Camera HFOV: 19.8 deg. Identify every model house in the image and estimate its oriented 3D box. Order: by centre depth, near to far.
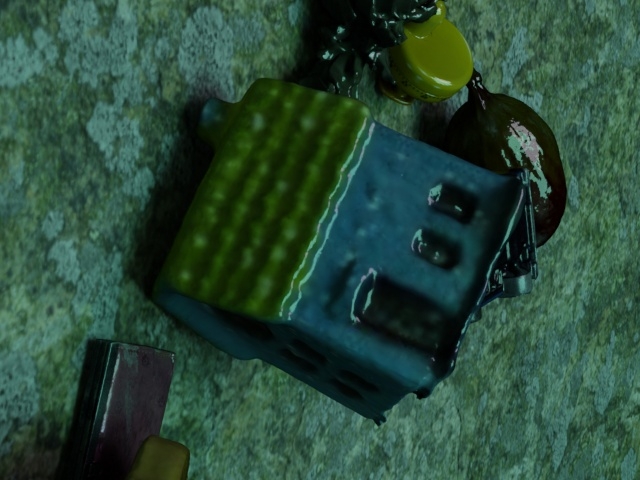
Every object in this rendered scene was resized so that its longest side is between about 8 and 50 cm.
[{"bbox_3d":[0.000,0.000,1.710,0.215,0.303,0.237,120,-6,-73],"label":"model house"}]

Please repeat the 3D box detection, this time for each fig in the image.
[{"bbox_3d":[0.200,-0.118,2.153,0.170,0.145,0.274,-114,-177,-57],"label":"fig"}]

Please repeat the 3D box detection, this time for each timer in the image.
[{"bbox_3d":[0.123,-0.209,2.027,0.107,0.109,0.107,18,54,-27],"label":"timer"}]

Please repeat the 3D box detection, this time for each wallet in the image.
[{"bbox_3d":[-0.189,0.208,1.664,0.119,0.025,0.232,16,86,-63],"label":"wallet"}]

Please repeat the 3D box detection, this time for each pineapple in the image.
[{"bbox_3d":[0.071,-0.249,1.909,0.170,0.141,0.310,89,25,-75],"label":"pineapple"}]

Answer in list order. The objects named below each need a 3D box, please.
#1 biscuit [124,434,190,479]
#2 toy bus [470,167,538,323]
[{"bbox_3d":[-0.169,0.326,1.518,0.312,0.057,0.351,101,1,-56],"label":"biscuit"},{"bbox_3d":[0.111,0.012,1.997,0.288,0.175,0.138,-24,111,-57],"label":"toy bus"}]
